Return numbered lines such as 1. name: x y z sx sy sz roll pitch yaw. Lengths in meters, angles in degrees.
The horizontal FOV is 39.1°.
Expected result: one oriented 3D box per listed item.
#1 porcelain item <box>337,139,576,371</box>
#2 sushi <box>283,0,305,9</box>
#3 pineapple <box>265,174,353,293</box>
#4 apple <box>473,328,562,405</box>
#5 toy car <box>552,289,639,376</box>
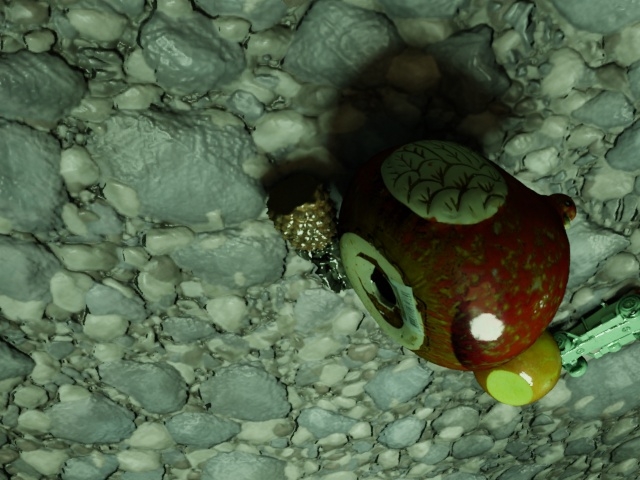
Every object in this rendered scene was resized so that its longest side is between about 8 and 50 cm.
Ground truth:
1. porcelain item: 0.151 0.001 0.908 0.252 0.253 0.253 -7 131 -8
2. sushi: 0.020 -0.317 0.736 0.210 0.040 0.193 -26 124 13
3. pineapple: 0.000 0.000 0.985 0.074 0.074 0.159 -24 134 7
4. apple: 0.250 0.151 1.156 0.114 0.099 0.102 -11 124 39
5. toy car: 0.371 0.122 1.189 0.143 0.054 0.073 -32 129 19
